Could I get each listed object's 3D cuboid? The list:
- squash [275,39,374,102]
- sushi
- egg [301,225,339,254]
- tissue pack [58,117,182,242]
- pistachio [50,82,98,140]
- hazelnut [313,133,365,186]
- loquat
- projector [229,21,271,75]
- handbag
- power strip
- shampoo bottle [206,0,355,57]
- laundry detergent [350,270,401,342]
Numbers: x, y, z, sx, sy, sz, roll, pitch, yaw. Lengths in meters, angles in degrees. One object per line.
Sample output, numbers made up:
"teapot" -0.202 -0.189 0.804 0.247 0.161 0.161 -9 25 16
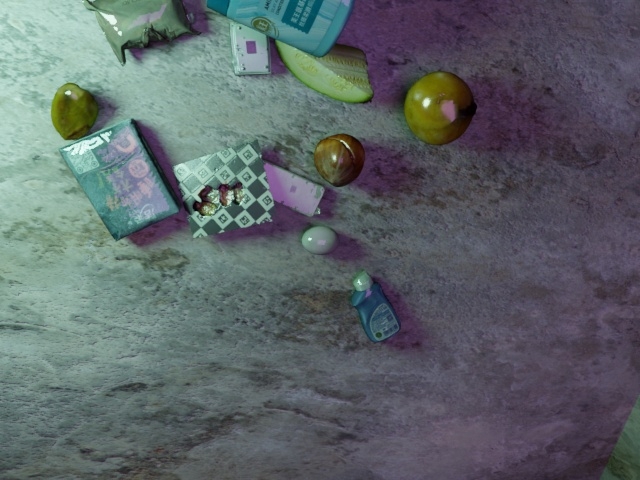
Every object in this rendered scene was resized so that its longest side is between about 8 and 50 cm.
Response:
"squash" 0.003 -0.509 1.373 0.289 0.111 0.202 -1 68 -18
"sushi" -0.304 -0.159 1.440 0.290 0.050 0.263 -15 96 3
"egg" 0.000 0.000 1.558 0.135 0.103 0.103 1 108 -13
"tissue pack" -0.598 -0.182 1.343 0.228 0.103 0.315 -24 112 -4
"pistachio" -0.701 -0.372 1.254 0.110 0.100 0.189 43 131 5
"hazelnut" 0.055 -0.266 1.452 0.182 0.182 0.181 -5 109 -13
"loquat" 0.387 -0.432 1.445 0.235 0.235 0.234 -5 109 -13
"projector" -0.211 -0.577 1.331 0.115 0.061 0.147 -7 109 -11
"handbag" -0.483 -0.609 1.224 0.271 0.117 0.182 -22 121 -7
"power strip" -0.109 -0.174 1.502 0.271 0.046 0.117 22 99 -19
"shampoo bottle" -0.084 -0.708 1.170 0.343 0.331 0.330 18 103 -18
"laundry detergent" 0.200 0.250 1.708 0.144 0.094 0.289 -25 110 2
